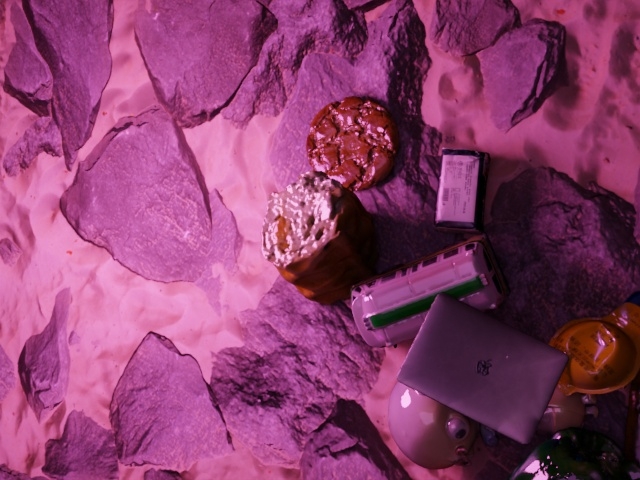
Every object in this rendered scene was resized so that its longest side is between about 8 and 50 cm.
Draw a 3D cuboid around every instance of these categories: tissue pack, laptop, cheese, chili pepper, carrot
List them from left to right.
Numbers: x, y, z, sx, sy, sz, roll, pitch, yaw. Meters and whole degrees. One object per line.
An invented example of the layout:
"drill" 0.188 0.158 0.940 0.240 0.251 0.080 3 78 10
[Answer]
"tissue pack" 0.291 -0.101 1.891 0.103 0.090 0.170 5 84 22
"laptop" 0.298 0.234 1.687 0.269 0.015 0.187 26 82 8
"chili pepper" 0.444 0.472 1.618 0.233 0.249 0.256 47 117 31
"cheese" 0.537 0.192 1.719 0.270 0.069 0.177 -38 46 -13
"carrot" 0.593 0.381 1.712 0.066 0.066 0.314 4 79 21

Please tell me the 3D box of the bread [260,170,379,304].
"bread" 0.005 -0.004 1.905 0.196 0.252 0.238 1 76 25

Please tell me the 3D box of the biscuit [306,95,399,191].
"biscuit" 0.069 -0.215 2.023 0.226 0.042 0.225 -4 78 21

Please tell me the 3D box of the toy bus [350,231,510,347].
"toy bus" 0.207 0.110 1.820 0.306 0.179 0.143 -22 94 16

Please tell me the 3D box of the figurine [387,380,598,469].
"figurine" 0.331 0.305 1.777 0.395 0.226 0.274 -4 51 14
